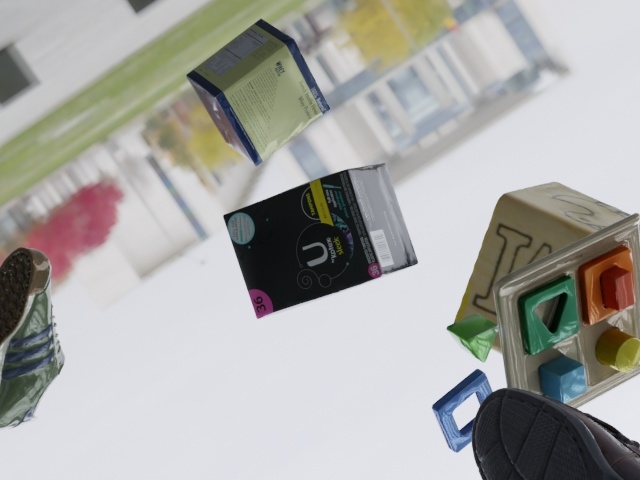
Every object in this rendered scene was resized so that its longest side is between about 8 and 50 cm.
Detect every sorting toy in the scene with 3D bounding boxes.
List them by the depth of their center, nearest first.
[{"bbox_3d":[0.257,0.089,1.433,0.348,0.196,0.047,-24,-148,-26],"label":"sorting toy"}]

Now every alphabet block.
[{"bbox_3d":[0.310,0.056,1.833,0.192,0.197,0.193,-12,124,-61],"label":"alphabet block"}]

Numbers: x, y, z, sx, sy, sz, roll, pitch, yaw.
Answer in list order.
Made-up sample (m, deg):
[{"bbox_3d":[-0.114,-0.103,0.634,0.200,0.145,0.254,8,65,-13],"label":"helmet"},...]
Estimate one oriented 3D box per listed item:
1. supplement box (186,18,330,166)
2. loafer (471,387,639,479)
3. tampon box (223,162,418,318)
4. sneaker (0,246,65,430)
[{"bbox_3d":[-0.052,-0.125,1.249,0.083,0.083,0.056,-39,-139,-10],"label":"supplement box"},{"bbox_3d":[0.232,0.208,1.117,0.302,0.095,0.109,36,-69,51],"label":"loafer"},{"bbox_3d":[0.000,0.000,1.584,0.161,0.120,0.101,-20,177,27],"label":"tampon box"},{"bbox_3d":[-0.285,0.098,1.436,0.086,0.064,0.192,10,106,-46],"label":"sneaker"}]
